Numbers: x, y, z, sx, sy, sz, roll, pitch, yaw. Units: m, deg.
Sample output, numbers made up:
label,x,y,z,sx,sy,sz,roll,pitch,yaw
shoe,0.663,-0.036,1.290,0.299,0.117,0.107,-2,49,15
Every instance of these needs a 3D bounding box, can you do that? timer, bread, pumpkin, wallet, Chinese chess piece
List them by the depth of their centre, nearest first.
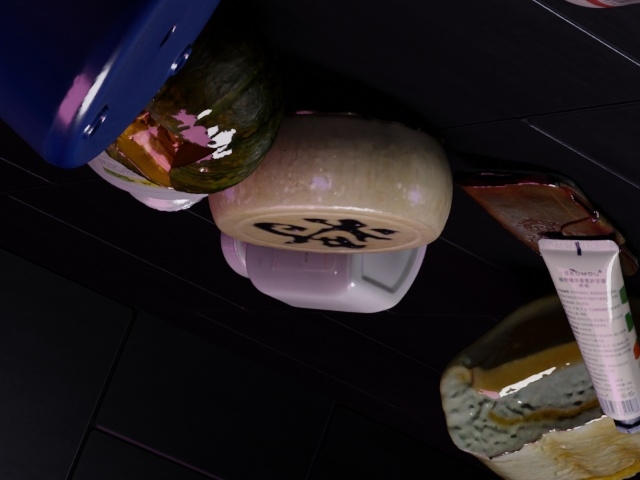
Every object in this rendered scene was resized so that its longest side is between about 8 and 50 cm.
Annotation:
label,x,y,z,sx,sy,sz,roll,pitch,yaw
timer,-0.269,-0.265,1.469,0.383,0.270,0.270,35,167,1
pumpkin,-0.139,-0.154,1.823,0.238,0.159,0.238,33,155,18
Chinese chess piece,0.010,-0.057,1.980,0.257,0.104,0.257,3,168,1
wallet,0.254,-0.021,2.050,0.137,0.031,0.255,8,164,33
bread,0.334,0.188,2.393,0.300,0.210,0.341,-17,155,20

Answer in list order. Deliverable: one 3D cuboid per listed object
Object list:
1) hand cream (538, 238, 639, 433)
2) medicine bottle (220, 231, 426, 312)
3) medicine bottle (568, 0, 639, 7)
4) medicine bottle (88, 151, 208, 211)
label,x,y,z,sx,sy,sz,roll,pitch,yaw
hand cream,0.318,0.104,2.110,0.095,0.059,0.276,2,131,31
medicine bottle,0.000,0.000,2.246,0.111,0.161,0.296,27,165,-33
medicine bottle,0.234,-0.206,1.037,0.250,0.131,0.131,-5,153,40
medicine bottle,-0.184,-0.125,2.107,0.179,0.124,0.324,7,165,4
